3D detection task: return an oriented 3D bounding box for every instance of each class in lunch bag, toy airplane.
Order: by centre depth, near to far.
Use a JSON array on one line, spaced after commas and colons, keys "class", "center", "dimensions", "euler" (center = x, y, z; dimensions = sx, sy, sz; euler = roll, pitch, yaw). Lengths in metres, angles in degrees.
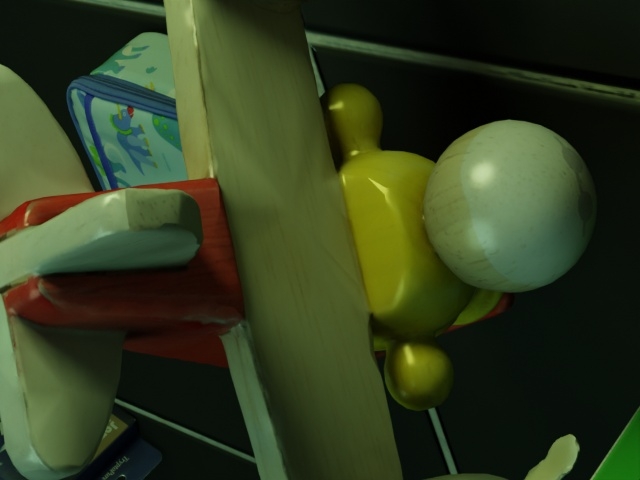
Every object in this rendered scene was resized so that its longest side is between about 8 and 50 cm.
[{"class": "toy airplane", "center": [0.000, 0.000, 0.818], "dimensions": [0.272, 0.384, 0.386], "euler": [-16, 124, 24]}, {"class": "lunch bag", "center": [-0.081, -0.032, 1.139], "dimensions": [0.176, 0.090, 0.219], "euler": [23, 142, 39]}]

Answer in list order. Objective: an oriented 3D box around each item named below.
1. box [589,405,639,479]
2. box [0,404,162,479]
[{"class": "box", "center": [0.274, 0.214, 0.884], "dimensions": [0.262, 0.127, 0.231], "euler": [31, 167, 25]}, {"class": "box", "center": [-0.281, 0.191, 1.607], "dimensions": [0.225, 0.136, 0.036], "euler": [31, 147, 23]}]
